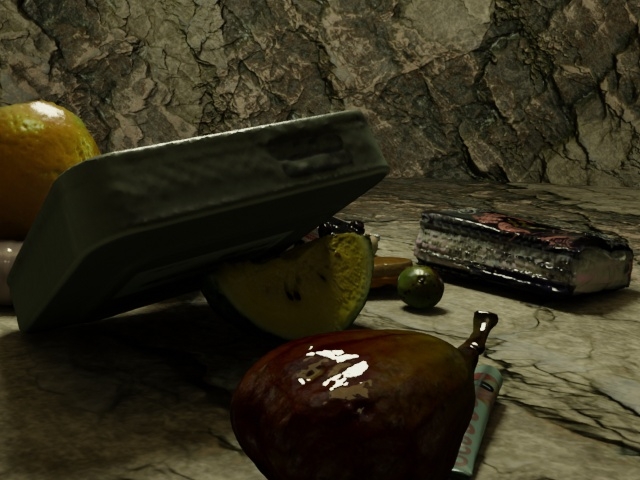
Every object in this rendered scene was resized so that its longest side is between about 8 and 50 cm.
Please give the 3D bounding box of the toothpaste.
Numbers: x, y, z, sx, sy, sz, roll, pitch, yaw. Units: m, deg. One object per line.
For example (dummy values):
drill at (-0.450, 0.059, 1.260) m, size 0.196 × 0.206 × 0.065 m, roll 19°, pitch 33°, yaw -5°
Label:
toothpaste at (0.141, 0.173, 0.742) m, size 0.056 × 0.036 × 0.205 m, roll 9°, pitch 16°, yaw 22°

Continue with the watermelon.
watermelon at (-0.030, 0.066, 1.007) m, size 0.123 × 0.129 × 0.301 m, roll 17°, pitch 22°, yaw 38°

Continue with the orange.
orange at (-0.447, -0.062, 1.199) m, size 0.262 × 0.334 × 0.196 m, roll -22°, pitch 43°, yaw -6°

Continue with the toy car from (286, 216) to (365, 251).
toy car at (0.000, 0.000, 1.447) m, size 0.089 × 0.108 × 0.209 m, roll -2°, pitch 16°, yaw -34°

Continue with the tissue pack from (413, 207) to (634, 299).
tissue pack at (0.362, 0.022, 1.372) m, size 0.332 × 0.123 × 0.245 m, roll 17°, pitch 12°, yaw 42°

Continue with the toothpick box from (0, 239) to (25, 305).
toothpick box at (-0.393, 0.047, 1.111) m, size 0.149 × 0.098 × 0.098 m, roll 1°, pitch 11°, yaw -8°

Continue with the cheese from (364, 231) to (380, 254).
cheese at (0.074, 0.005, 1.572) m, size 0.092 × 0.047 × 0.171 m, roll 6°, pitch 11°, yaw 6°

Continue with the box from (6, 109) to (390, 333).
box at (-0.160, -0.012, 0.949) m, size 0.396 × 0.111 × 0.396 m, roll -16°, pitch -11°, yaw -34°

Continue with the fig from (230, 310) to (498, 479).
fig at (0.062, 0.127, 0.623) m, size 0.274 × 0.145 × 0.170 m, roll -24°, pitch 26°, yaw -35°

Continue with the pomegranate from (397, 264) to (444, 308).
pomegranate at (0.160, 0.075, 1.187) m, size 0.073 × 0.073 × 0.084 m, roll 12°, pitch -10°, yaw 42°

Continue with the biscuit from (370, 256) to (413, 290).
biscuit at (0.072, 0.059, 1.297) m, size 0.170 × 0.050 × 0.170 m, roll -2°, pitch 4°, yaw 0°
